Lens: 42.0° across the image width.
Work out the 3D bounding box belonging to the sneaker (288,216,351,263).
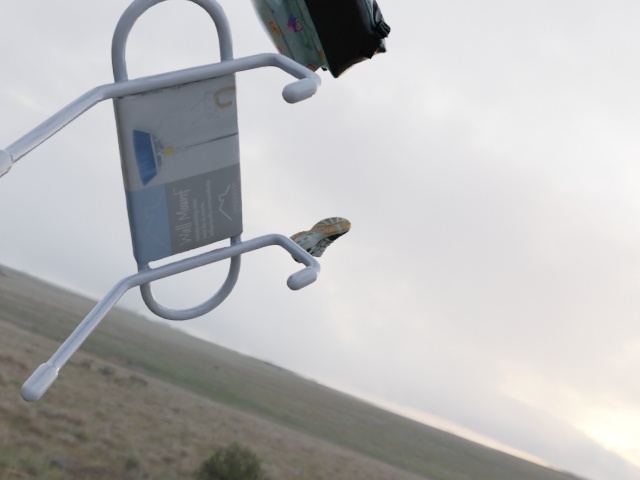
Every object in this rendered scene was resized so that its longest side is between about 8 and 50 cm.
[{"bbox_3d":[0.000,0.000,1.009,0.032,0.083,0.037,-119,-171,-53],"label":"sneaker"}]

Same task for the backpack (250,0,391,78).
[{"bbox_3d":[-0.010,-0.297,1.005,0.144,0.188,0.166,-24,-51,8],"label":"backpack"}]

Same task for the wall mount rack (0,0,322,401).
[{"bbox_3d":[-0.143,-0.028,0.725,0.304,0.350,0.130,-19,38,-27],"label":"wall mount rack"}]
